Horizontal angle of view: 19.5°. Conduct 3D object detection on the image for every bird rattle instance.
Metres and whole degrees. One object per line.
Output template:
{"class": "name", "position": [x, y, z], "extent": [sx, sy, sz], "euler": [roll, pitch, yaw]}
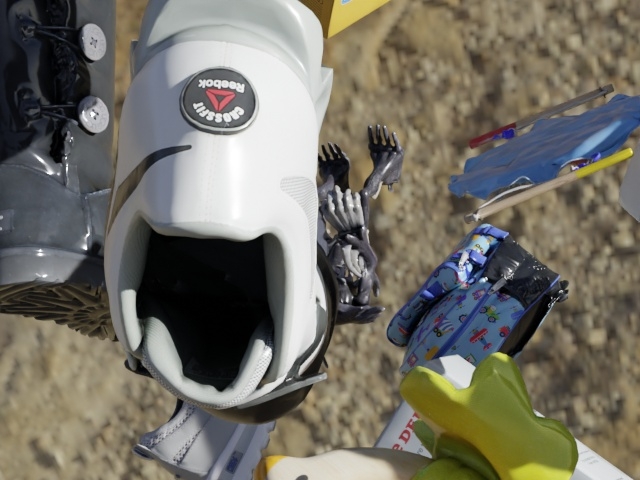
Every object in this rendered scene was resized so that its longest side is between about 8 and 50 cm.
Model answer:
{"class": "bird rattle", "position": [0.056, 0.201, 1.053], "extent": [0.207, 0.143, 0.253], "euler": [1, 59, -4]}

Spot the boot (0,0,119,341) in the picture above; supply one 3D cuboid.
{"class": "boot", "position": [-0.247, -0.132, 2.007], "extent": [0.146, 0.367, 0.445], "euler": [-17, 70, 26]}

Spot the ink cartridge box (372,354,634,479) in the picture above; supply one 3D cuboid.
{"class": "ink cartridge box", "position": [0.146, 0.217, 1.600], "extent": [0.208, 0.087, 0.153], "euler": [35, 101, 20]}

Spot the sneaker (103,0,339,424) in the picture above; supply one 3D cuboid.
{"class": "sneaker", "position": [-0.056, 0.033, 0.908], "extent": [0.122, 0.330, 0.146], "euler": [4, 57, 5]}

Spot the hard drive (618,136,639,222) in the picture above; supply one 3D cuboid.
{"class": "hard drive", "position": [0.331, -0.073, 1.458], "extent": [0.040, 0.203, 0.307], "euler": [16, 15, -14]}

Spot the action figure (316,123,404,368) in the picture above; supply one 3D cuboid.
{"class": "action figure", "position": [0.000, 0.000, 1.993], "extent": [0.164, 0.141, 0.276], "euler": [-9, 44, 31]}

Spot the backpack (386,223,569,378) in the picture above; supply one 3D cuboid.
{"class": "backpack", "position": [0.136, 0.088, 1.799], "extent": [0.117, 0.158, 0.173], "euler": [41, 46, 3]}

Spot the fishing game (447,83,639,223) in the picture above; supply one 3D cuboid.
{"class": "fishing game", "position": [0.194, -0.071, 1.503], "extent": [0.189, 0.041, 0.264], "euler": [-23, 12, 7]}

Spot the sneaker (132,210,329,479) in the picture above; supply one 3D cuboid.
{"class": "sneaker", "position": [-0.074, 0.082, 1.607], "extent": [0.115, 0.105, 0.281], "euler": [22, 68, -6]}

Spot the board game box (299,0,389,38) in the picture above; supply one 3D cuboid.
{"class": "board game box", "position": [0.044, -0.334, 1.612], "extent": [0.316, 0.064, 0.242], "euler": [-34, 64, -27]}
